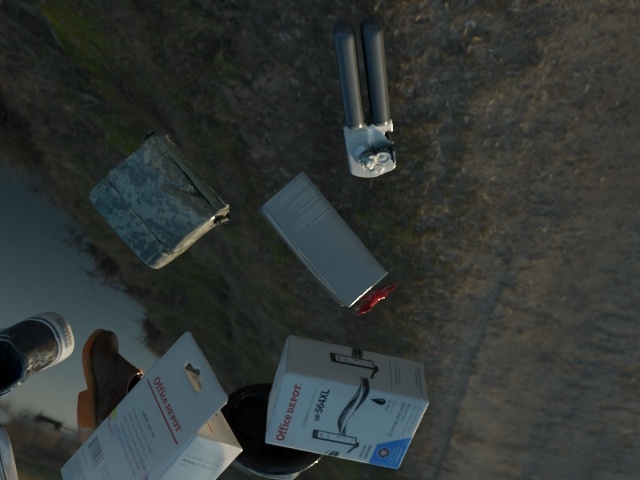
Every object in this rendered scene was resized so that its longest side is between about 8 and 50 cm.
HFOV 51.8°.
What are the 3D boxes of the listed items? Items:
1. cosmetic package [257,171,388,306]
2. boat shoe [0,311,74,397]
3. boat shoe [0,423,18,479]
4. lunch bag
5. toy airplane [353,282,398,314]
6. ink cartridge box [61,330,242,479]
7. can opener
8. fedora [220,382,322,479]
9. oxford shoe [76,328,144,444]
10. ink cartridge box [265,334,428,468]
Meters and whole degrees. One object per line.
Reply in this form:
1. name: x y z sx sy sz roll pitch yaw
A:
1. cosmetic package: 0.000 0.000 1.186 0.238 0.107 0.127 48 172 -9
2. boat shoe: -0.374 0.146 0.754 0.229 0.076 0.080 -21 94 33
3. boat shoe: -0.606 0.475 1.217 0.084 0.257 0.095 -11 171 -42
4. lunch bag: -0.415 -0.111 1.763 0.256 0.212 0.305 -37 93 33
5. toy airplane: 0.141 0.150 1.697 0.151 0.151 0.028 -27 94 54
6. ink cartridge box: -0.276 0.357 1.151 0.119 0.353 0.207 39 -175 -43
7. can opener: 0.064 -0.202 0.968 0.074 0.093 0.280 -8 141 5
8. fedora: -0.138 0.553 1.834 0.334 0.334 0.152 13 124 11
9. oxford shoe: -0.453 0.315 1.464 0.133 0.363 0.129 -12 122 -10
10. ink cartridge box: 0.033 0.233 0.947 0.203 0.085 0.148 12 122 -6
